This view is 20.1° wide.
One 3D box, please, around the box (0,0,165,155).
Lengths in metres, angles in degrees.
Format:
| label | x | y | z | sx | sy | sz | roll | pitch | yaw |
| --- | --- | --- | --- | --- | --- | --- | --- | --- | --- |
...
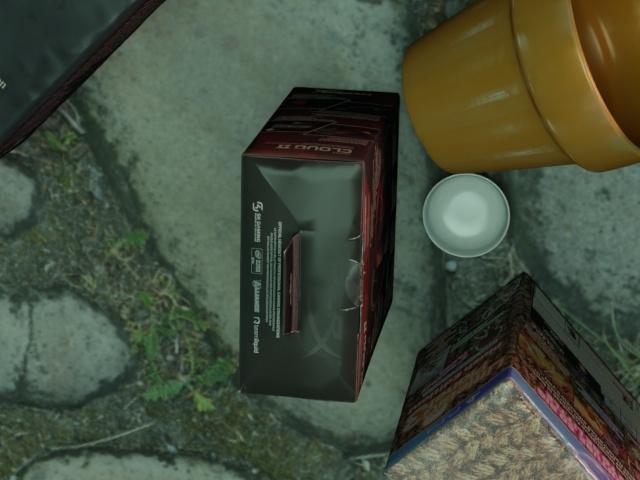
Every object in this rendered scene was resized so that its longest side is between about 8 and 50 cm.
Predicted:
| label | x | y | z | sx | sy | sz | roll | pitch | yaw |
| --- | --- | --- | --- | --- | --- | --- | --- | --- | --- |
| box | -0.278 | -0.289 | 1.609 | 0.395 | 0.212 | 0.293 | -41 | 96 | 19 |

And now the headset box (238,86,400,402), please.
| label | x | y | z | sx | sy | sz | roll | pitch | yaw |
| --- | --- | --- | --- | --- | --- | --- | --- | --- | --- |
| headset box | 0.000 | 0.000 | 1.610 | 0.110 | 0.293 | 0.218 | 4 | 108 | 8 |

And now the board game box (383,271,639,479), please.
| label | x | y | z | sx | sy | sz | roll | pitch | yaw |
| --- | --- | --- | --- | --- | --- | --- | --- | --- | --- |
| board game box | 0.199 | 0.196 | 1.639 | 0.141 | 0.291 | 0.232 | -39 | 97 | 18 |

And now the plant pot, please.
| label | x | y | z | sx | sy | sz | roll | pitch | yaw |
| --- | --- | --- | --- | --- | --- | --- | --- | --- | --- |
| plant pot | 0.183 | -0.144 | 1.599 | 0.188 | 0.205 | 0.205 | -18 | 104 | 30 |

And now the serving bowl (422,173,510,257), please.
| label | x | y | z | sx | sy | sz | roll | pitch | yaw |
| --- | --- | --- | --- | --- | --- | --- | --- | --- | --- |
| serving bowl | 0.140 | -0.027 | 1.719 | 0.083 | 0.027 | 0.083 | 2 | 107 | 8 |
